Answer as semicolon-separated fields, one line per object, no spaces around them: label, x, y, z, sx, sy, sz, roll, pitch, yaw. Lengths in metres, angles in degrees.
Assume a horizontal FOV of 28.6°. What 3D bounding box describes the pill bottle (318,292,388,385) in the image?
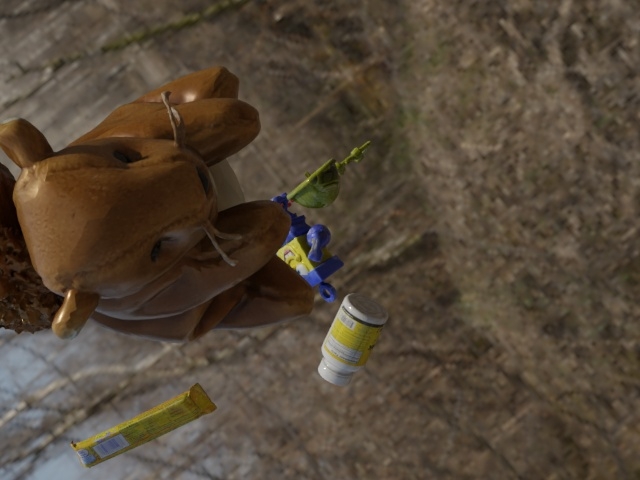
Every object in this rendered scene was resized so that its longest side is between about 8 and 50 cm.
pill bottle;0.040;0.135;1.684;0.065;0.116;0.065;21;-158;-9

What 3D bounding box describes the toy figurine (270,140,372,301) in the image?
toy figurine;0.000;0.000;2.281;0.362;0.191;0.217;-33;84;52

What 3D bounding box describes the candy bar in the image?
candy bar;-0.189;0.197;1.321;0.040;0.162;0.018;60;-171;-30

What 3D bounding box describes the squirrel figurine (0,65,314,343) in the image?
squirrel figurine;-0.227;-0.004;1.180;0.370;0.397;0.281;-39;-63;-81
